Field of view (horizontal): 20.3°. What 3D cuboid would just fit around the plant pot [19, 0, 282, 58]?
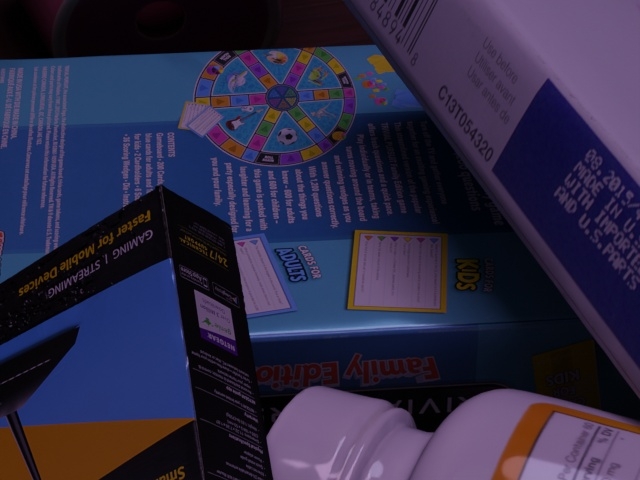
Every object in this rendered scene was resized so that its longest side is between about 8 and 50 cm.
[{"bbox_3d":[-0.103,-0.179,1.021,0.201,0.201,0.180,-8,52,-12],"label":"plant pot"}]

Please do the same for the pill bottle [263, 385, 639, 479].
[{"bbox_3d":[0.098,0.128,0.606,0.245,0.136,0.136,14,37,19],"label":"pill bottle"}]

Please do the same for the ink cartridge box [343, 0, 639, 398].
[{"bbox_3d":[0.197,-0.034,0.770,0.330,0.071,0.324,8,32,-33],"label":"ink cartridge box"}]

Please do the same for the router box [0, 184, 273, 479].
[{"bbox_3d":[-0.101,0.080,0.634,0.179,0.046,0.133,-31,52,26],"label":"router box"}]

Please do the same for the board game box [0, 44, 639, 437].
[{"bbox_3d":[0.000,0.000,0.841,0.336,0.079,0.254,-2,34,-4],"label":"board game box"}]
